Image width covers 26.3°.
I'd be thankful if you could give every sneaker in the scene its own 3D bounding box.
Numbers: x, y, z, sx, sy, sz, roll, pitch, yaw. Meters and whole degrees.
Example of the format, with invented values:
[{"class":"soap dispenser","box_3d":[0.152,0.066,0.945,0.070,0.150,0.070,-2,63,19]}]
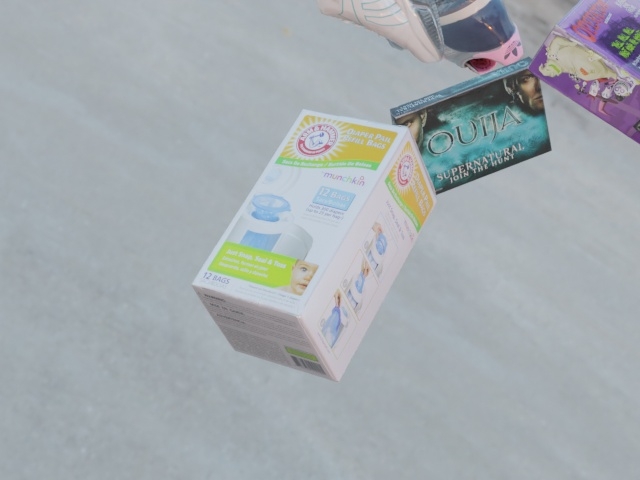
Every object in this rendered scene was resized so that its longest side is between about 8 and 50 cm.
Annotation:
[{"class":"sneaker","box_3d":[0.196,-0.299,2.053,0.131,0.112,0.319,52,-10,-13]},{"class":"sneaker","box_3d":[0.034,-0.174,0.962,0.152,0.061,0.053,41,38,-39]}]

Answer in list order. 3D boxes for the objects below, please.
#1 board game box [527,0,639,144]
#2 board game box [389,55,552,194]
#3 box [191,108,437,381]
[{"class":"board game box","box_3d":[0.307,-0.145,1.125,0.208,0.056,0.347,39,32,5]},{"class":"board game box","box_3d":[0.182,-0.132,1.645,0.186,0.126,0.026,-22,34,-8]},{"class":"box","box_3d":[0.000,0.000,1.170,0.114,0.203,0.103,14,-30,31]}]
